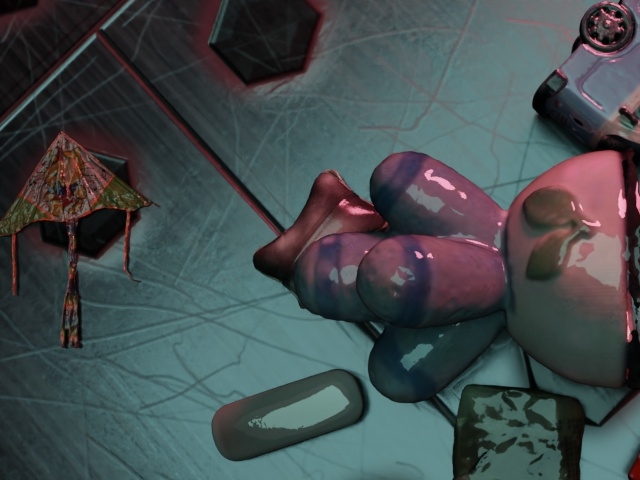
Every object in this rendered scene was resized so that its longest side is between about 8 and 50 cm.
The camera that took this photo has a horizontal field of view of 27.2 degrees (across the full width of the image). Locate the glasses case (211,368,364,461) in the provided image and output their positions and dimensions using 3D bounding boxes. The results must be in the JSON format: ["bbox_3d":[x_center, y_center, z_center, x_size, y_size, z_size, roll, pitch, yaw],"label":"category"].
[{"bbox_3d":[-0.035,0.182,1.376,0.164,0.041,0.063,-20,78,8],"label":"glasses case"}]

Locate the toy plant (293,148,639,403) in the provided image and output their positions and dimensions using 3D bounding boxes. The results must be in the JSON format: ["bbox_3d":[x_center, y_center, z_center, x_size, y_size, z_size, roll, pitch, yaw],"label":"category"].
[{"bbox_3d":[0.139,0.031,1.265,0.332,0.247,0.247,-1,83,9],"label":"toy plant"}]

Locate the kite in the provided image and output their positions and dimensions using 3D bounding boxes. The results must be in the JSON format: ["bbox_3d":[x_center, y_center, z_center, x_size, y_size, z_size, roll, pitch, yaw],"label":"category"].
[{"bbox_3d":[-0.272,-0.003,1.461,0.198,0.006,0.244,-7,82,9],"label":"kite"}]

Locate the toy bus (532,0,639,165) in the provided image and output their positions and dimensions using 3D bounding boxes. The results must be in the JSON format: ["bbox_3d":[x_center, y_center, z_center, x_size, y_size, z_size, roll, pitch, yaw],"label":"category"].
[{"bbox_3d":[0.352,-0.194,1.305,0.165,0.133,0.271,43,90,8],"label":"toy bus"}]

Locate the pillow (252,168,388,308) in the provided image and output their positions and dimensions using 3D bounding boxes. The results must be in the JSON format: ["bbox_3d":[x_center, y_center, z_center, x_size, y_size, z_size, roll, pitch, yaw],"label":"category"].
[{"bbox_3d":[-0.001,-0.001,1.383,0.135,0.055,0.091,-51,46,-2],"label":"pillow"}]

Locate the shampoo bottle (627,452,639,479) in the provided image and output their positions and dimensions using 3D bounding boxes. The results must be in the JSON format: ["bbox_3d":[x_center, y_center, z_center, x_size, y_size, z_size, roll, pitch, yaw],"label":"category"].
[{"bbox_3d":[0.368,0.205,1.266,0.104,0.104,0.278,30,90,13],"label":"shampoo bottle"}]

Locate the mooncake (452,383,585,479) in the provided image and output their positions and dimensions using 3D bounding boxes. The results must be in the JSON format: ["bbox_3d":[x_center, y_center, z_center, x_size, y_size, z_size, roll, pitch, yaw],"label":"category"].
[{"bbox_3d":[0.197,0.208,1.313,0.130,0.073,0.125,5,86,14],"label":"mooncake"}]
